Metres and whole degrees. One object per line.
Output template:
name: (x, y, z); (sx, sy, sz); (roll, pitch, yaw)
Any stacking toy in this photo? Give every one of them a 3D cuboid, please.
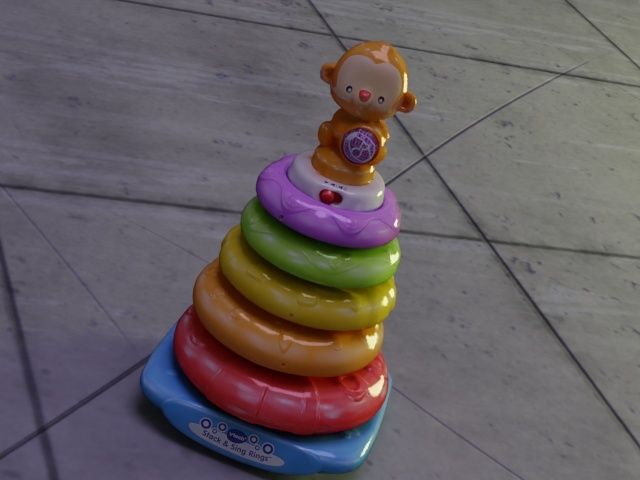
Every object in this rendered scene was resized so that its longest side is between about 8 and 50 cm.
stacking toy: (0.000, 0.000, 1.085); (0.175, 0.301, 0.165); (22, 26, 5)
